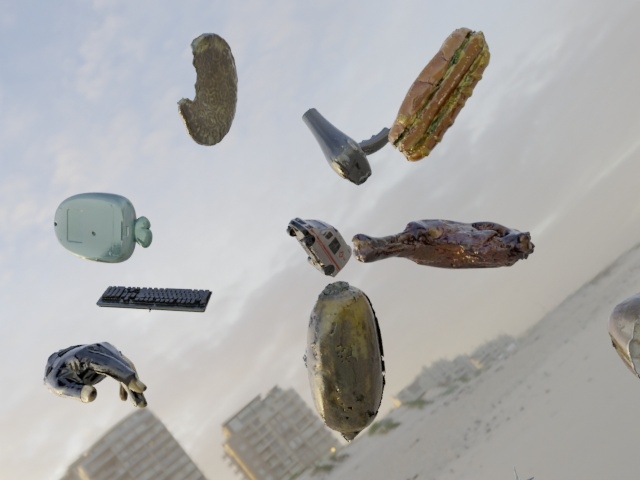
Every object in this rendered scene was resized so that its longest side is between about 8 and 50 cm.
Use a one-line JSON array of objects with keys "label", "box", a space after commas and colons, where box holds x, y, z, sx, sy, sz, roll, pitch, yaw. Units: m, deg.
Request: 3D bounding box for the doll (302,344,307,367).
[{"label": "doll", "box": [0.005, 0.307, 2.320, 0.067, 0.091, 0.219, 21, -64, -26]}]

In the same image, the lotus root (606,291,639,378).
[{"label": "lotus root", "box": [0.924, 0.257, 2.053, 0.272, 0.272, 0.192, -44, 19, -2]}]

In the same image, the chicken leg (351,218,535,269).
[{"label": "chicken leg", "box": [0.227, 0.013, 1.427, 0.407, 0.158, 0.096, 0, -79, -24]}]

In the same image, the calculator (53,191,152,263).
[{"label": "calculator", "box": [-0.572, -0.033, 1.938, 0.041, 0.299, 0.185, -15, -70, -69]}]

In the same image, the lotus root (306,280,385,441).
[{"label": "lotus root", "box": [0.056, 0.293, 1.778, 0.196, 0.179, 0.397, -28, -66, -54]}]

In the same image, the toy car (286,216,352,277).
[{"label": "toy car", "box": [0.000, 0.000, 1.940, 0.108, 0.089, 0.210, -45, -47, -10]}]

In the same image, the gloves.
[{"label": "gloves", "box": [-0.533, 0.326, 1.775, 0.197, 0.301, 0.152, -27, -50, -58]}]

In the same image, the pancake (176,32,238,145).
[{"label": "pancake", "box": [-0.293, -0.392, 1.945, 0.286, 0.033, 0.288, -46, -44, -51]}]

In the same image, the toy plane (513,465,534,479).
[{"label": "toy plane", "box": [0.507, 0.687, 1.926, 0.226, 0.058, 0.226, -21, 21, 26]}]

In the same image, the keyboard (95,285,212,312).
[{"label": "keyboard", "box": [-0.346, 0.121, 1.553, 0.094, 0.230, 0.025, -83, -6, -66]}]

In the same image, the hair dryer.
[{"label": "hair dryer", "box": [0.102, -0.268, 1.898, 0.271, 0.235, 0.091, -26, -20, -38]}]

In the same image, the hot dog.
[{"label": "hot dog", "box": [0.219, -0.271, 1.370, 0.269, 0.115, 0.072, -59, 19, 7]}]
